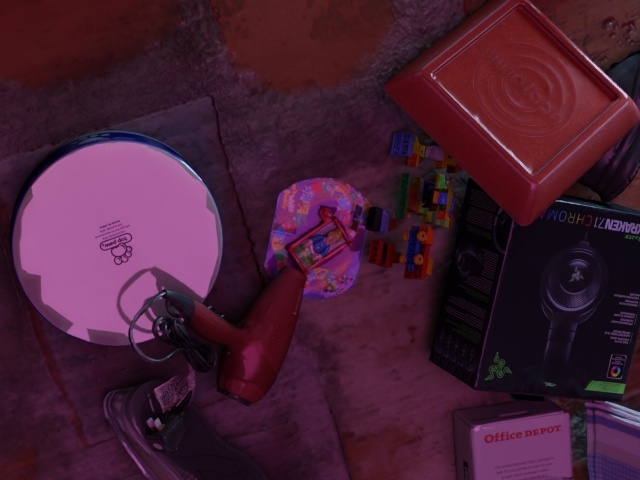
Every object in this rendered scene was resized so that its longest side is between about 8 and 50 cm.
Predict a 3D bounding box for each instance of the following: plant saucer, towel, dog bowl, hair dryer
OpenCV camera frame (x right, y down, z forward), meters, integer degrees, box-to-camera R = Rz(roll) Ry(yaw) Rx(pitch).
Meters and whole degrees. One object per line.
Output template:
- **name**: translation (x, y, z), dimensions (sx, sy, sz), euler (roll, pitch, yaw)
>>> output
- **plant saucer**: translation (0.257, -0.188, 1.589), dimensions (0.259, 0.048, 0.258), euler (-40, 80, -25)
- **towel**: translation (0.468, 0.363, 1.728), dimensions (0.034, 0.209, 0.285), euler (-34, 127, -36)
- **dog bowl**: translation (-0.258, -0.003, 1.567), dimensions (0.265, 0.104, 0.265), euler (-2, 100, -12)
- **hair dryer**: translation (-0.112, 0.125, 1.566), dimensions (0.293, 0.080, 0.224), euler (-37, 140, -41)

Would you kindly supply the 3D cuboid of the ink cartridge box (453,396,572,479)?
- **ink cartridge box**: translation (0.275, 0.336, 1.761), dimensions (0.148, 0.086, 0.203), euler (-7, 101, -12)

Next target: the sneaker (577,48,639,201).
- **sneaker**: translation (0.415, -0.201, 1.692), dimensions (0.130, 0.109, 0.286), euler (28, 84, 3)

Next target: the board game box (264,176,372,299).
- **board game box**: translation (0.000, 0.000, 1.665), dimensions (0.133, 0.033, 0.169), euler (10, 97, -15)

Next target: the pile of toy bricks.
- **pile of toy bricks**: translation (0.144, -0.047, 1.667), dimensions (0.105, 0.118, 0.212), euler (18, 78, -43)

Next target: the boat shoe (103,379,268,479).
- **boat shoe**: translation (-0.168, 0.317, 1.656), dimensions (0.320, 0.103, 0.118), euler (52, 55, -20)

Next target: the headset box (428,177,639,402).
- **headset box**: translation (0.303, 0.078, 1.679), dimensions (0.246, 0.131, 0.283), euler (9, 98, -25)
